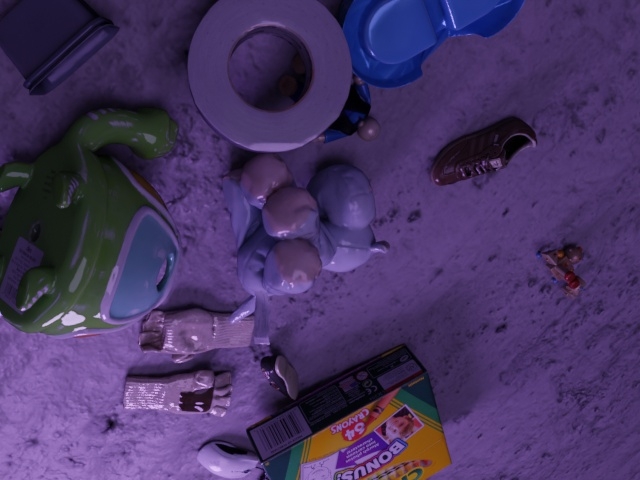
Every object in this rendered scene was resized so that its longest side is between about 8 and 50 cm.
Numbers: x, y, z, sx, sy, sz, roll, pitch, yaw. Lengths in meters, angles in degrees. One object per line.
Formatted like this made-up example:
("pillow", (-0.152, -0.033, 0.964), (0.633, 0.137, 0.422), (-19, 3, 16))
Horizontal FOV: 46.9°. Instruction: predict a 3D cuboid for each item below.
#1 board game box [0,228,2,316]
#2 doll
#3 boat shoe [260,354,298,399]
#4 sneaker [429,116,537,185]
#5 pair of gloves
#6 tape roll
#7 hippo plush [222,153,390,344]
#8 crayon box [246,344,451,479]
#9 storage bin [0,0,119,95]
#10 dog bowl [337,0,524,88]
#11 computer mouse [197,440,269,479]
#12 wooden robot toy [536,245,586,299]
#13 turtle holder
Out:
("board game box", (-0.434, 0.060, 1.138), (0.281, 0.027, 0.145), (11, 116, -27))
("doll", (0.021, -0.204, 1.125), (0.189, 0.046, 0.129), (27, 100, -39))
("boat shoe", (-0.075, 0.260, 1.403), (0.042, 0.048, 0.133), (-3, 141, 21))
("sneaker", (0.276, -0.145, 1.247), (0.188, 0.071, 0.066), (-32, 128, 1))
("pair of gloves", (-0.234, 0.221, 1.315), (0.204, 0.042, 0.240), (9, 118, -26))
("tape roll", (-0.070, -0.229, 0.999), (0.219, 0.072, 0.219), (-1, 95, -8))
("hippo plush", (0.000, 0.000, 1.135), (0.237, 0.234, 0.294), (-11, 107, -28))
("crayon box", (0.071, 0.425, 1.510), (0.363, 0.106, 0.313), (-27, 127, -10))
("storage bin", (-0.337, -0.262, 0.930), (0.135, 0.098, 0.091), (-38, 100, 7))
("dog bowl", (0.155, -0.345, 1.066), (0.297, 0.074, 0.166), (-31, 128, 0))
("computer mouse", (-0.165, 0.463, 1.501), (0.193, 0.042, 0.106), (28, 110, -33))
("wooden robot toy", (0.502, 0.051, 1.470), (0.079, 0.076, 0.173), (-45, 127, -2))
("turtle holder", (-0.319, -0.021, 1.028), (0.243, 0.320, 0.227), (-18, 154, 38))
